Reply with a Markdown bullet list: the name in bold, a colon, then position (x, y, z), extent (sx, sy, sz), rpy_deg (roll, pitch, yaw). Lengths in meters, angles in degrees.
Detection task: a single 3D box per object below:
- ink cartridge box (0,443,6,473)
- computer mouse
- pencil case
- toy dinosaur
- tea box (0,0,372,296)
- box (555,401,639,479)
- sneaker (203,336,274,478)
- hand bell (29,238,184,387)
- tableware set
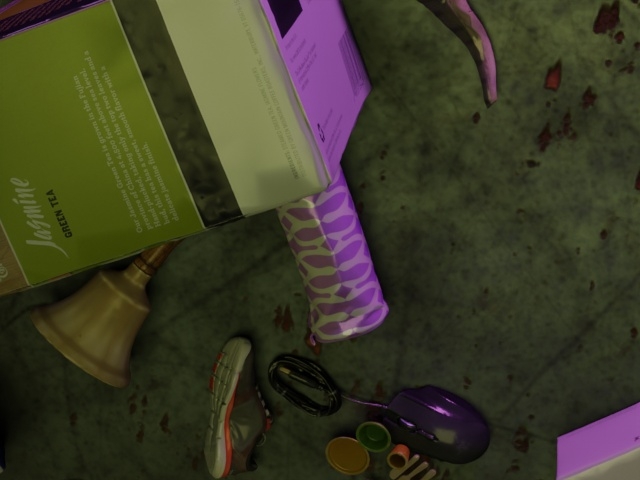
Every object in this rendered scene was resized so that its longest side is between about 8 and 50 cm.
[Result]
- **ink cartridge box**: position (-0.511, 0.232, 1.854), extent (0.395, 0.151, 0.270), rpy_deg (-45, 99, -5)
- **computer mouse**: position (0.059, 0.176, 1.862), extent (0.242, 0.041, 0.071), rpy_deg (17, 110, 3)
- **pencil case**: position (0.000, 0.000, 1.787), extent (0.088, 0.086, 0.206), rpy_deg (-18, 105, 5)
- **toy dinosaur**: position (0.116, -0.261, 1.702), extent (0.118, 0.064, 0.268), rpy_deg (-39, 102, 24)
- **tea box**: position (-0.152, -0.141, 1.634), extent (0.323, 0.329, 0.220), rpy_deg (-17, 105, 14)
- **box**: position (0.300, 0.235, 1.816), extent (0.101, 0.102, 0.087), rpy_deg (-25, 105, 16)
- **sneaker**: position (-0.080, 0.173, 1.882), extent (0.065, 0.061, 0.158), rpy_deg (2, 112, -21)
- **hand bell**: position (-0.173, 0.017, 1.824), extent (0.126, 0.126, 0.242), rpy_deg (38, 97, -5)
- **tableware set**: position (0.039, 0.254, 1.881), extent (0.104, 0.024, 0.154), rpy_deg (42, 124, -7)
